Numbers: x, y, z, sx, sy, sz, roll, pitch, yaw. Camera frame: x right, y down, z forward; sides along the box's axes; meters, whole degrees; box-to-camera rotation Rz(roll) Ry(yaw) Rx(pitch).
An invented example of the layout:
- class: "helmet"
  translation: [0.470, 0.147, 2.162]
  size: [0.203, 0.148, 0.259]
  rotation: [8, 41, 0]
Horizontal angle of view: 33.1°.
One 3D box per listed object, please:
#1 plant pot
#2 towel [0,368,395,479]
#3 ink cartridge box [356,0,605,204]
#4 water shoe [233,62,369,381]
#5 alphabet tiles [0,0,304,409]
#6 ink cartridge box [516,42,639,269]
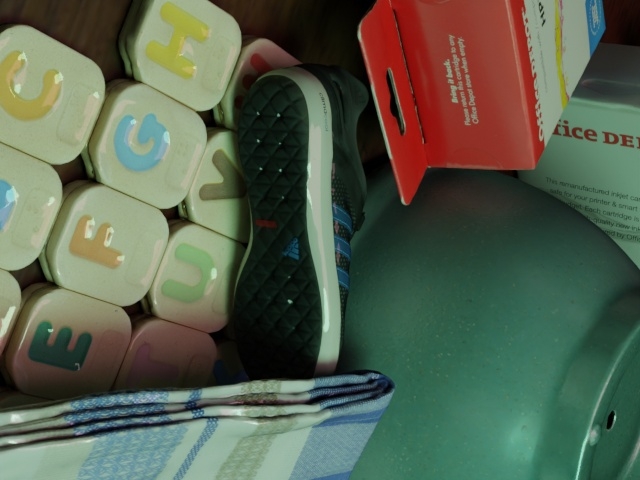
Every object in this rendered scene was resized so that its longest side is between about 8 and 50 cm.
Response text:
- class: "plant pot"
  translation: [0.129, 0.099, 0.728]
  size: [0.293, 0.196, 0.293]
  rotation: [-21, 119, -45]
- class: "towel"
  translation: [-0.097, 0.160, 0.560]
  size: [0.285, 0.034, 0.209]
  rotation: [-1, 125, -43]
- class: "ink cartridge box"
  translation: [0.112, -0.137, 0.689]
  size: [0.231, 0.078, 0.134]
  rotation: [-56, 139, -42]
- class: "water shoe"
  translation: [0.000, 0.000, 0.625]
  size: [0.080, 0.073, 0.203]
  rotation: [-20, 119, -48]
- class: "alphabet tiles"
  translation: [-0.092, 0.012, 0.594]
  size: [0.278, 0.021, 0.284]
  rotation: [26, 83, -49]
- class: "ink cartridge box"
  translation: [0.255, -0.029, 0.855]
  size: [0.100, 0.172, 0.237]
  rotation: [-41, 130, -33]
